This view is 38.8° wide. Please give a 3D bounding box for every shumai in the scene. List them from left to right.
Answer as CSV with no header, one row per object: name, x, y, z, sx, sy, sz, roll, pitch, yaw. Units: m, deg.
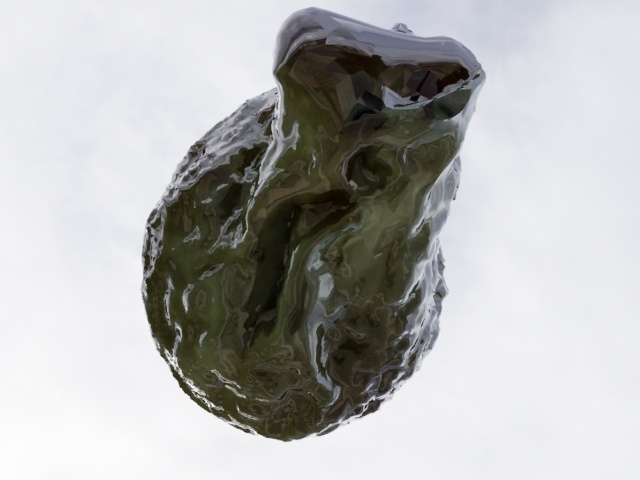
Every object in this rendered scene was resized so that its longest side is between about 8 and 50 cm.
shumai,0.000,0.000,0.578,0.222,0.204,0.271,0,-92,-13
